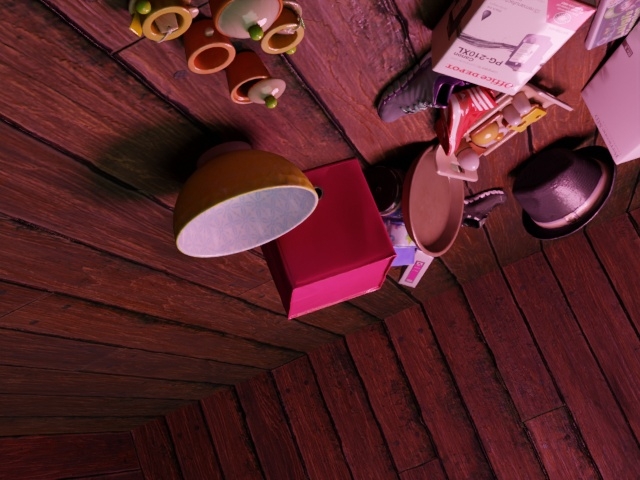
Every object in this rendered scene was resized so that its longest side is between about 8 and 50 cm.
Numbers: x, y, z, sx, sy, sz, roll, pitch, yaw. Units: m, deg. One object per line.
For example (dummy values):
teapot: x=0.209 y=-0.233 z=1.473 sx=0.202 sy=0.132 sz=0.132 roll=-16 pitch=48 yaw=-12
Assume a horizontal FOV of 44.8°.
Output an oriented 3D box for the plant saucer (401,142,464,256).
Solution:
plant saucer: x=0.274 y=-0.099 z=1.905 sx=0.041 sy=0.277 sz=0.278 roll=4 pitch=179 yaw=36

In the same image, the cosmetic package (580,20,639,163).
cosmetic package: x=0.755 y=-0.346 z=1.728 sx=0.156 sy=0.217 sz=0.385 roll=-19 pitch=165 yaw=-9

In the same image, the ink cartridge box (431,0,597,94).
ink cartridge box: x=0.313 y=-0.366 z=1.297 sx=0.172 sy=0.100 sz=0.237 roll=13 pitch=151 yaw=-15

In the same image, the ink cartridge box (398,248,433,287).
ink cartridge box: x=0.308 y=0.001 z=2.327 sx=0.069 sy=0.175 sz=0.371 roll=16 pitch=159 yaw=3

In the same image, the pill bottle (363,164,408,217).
pill bottle: x=0.200 y=-0.116 z=1.940 sx=0.123 sy=0.122 sz=0.219 roll=-33 pitch=159 yaw=31

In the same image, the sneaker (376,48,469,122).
sneaker: x=0.193 y=-0.277 z=1.508 sx=0.083 sy=0.098 sz=0.224 roll=-8 pitch=157 yaw=-37

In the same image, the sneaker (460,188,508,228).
sneaker: x=0.482 y=-0.087 z=2.373 sx=0.234 sy=0.106 sz=0.078 roll=-14 pitch=161 yaw=-24

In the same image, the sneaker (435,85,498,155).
sneaker: x=0.331 y=-0.266 z=1.723 sx=0.128 sy=0.087 sz=0.221 roll=-19 pitch=163 yaw=-3

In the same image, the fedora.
fedora: x=0.673 y=-0.165 z=2.233 sx=0.153 sy=0.334 sz=0.334 roll=30 pitch=135 yaw=-25

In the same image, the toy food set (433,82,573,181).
toy food set: x=0.439 y=-0.249 z=1.863 sx=0.306 sy=0.092 sz=0.220 roll=-37 pitch=157 yaw=30

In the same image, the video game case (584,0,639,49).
video game case: x=0.637 y=-0.473 z=1.577 sx=0.173 sy=0.022 sz=0.190 roll=-22 pitch=162 yaw=1

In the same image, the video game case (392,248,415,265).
video game case: x=0.088 y=0.039 z=2.181 sx=0.244 sy=0.061 sz=0.270 roll=3 pitch=-176 yaw=44

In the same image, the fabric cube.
fabric cube: x=0.000 y=0.000 z=1.830 sx=0.254 sy=0.258 sz=0.259 roll=-17 pitch=161 yaw=-12

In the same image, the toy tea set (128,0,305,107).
toy tea set: x=-0.112 y=-0.277 z=1.118 sx=0.200 sy=0.124 sz=0.336 roll=-27 pitch=161 yaw=16

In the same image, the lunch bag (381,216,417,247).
lunch bag: x=0.177 y=-0.027 z=2.097 sx=0.219 sy=0.090 sz=0.176 roll=5 pitch=-177 yaw=39

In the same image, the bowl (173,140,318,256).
bowl: x=-0.164 y=-0.099 z=1.517 sx=0.290 sy=0.156 sz=0.289 roll=-19 pitch=162 yaw=-6
